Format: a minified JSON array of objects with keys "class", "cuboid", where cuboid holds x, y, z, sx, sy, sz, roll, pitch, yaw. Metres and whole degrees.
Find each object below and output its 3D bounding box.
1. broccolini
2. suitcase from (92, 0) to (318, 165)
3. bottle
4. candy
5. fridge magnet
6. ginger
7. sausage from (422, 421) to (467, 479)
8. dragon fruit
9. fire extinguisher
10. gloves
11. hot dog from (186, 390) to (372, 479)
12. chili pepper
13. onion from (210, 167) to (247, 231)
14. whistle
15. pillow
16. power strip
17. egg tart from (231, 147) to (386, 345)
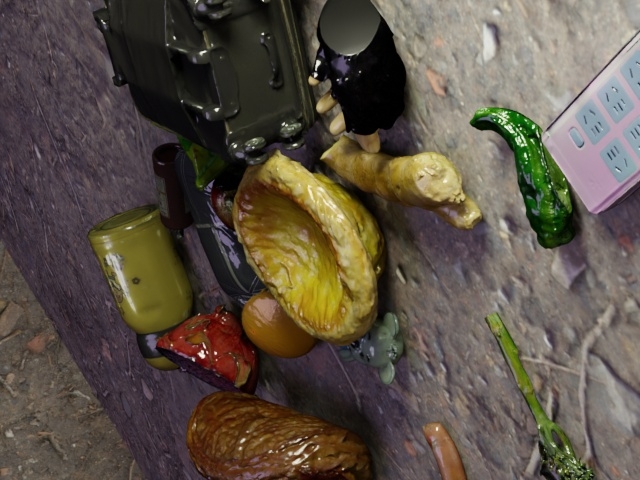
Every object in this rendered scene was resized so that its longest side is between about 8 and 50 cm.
[{"class":"broccolini","cuboid":[0.280,0.208,1.490,0.254,0.071,0.057,69,-163,7]},{"class":"suitcase","cuboid":[-0.171,-0.289,1.711,0.434,0.194,0.283,26,135,53]},{"class":"bottle","cuboid":[-0.362,0.113,2.481,0.171,0.172,0.351,9,120,61]},{"class":"candy","cuboid":[-0.197,-0.198,1.954,0.246,0.149,0.069,49,-172,34]},{"class":"fridge magnet","cuboid":[-0.068,0.144,2.017,0.143,0.063,0.143,10,128,13]},{"class":"ginger","cuboid":[0.096,-0.087,1.521,0.299,0.065,0.118,27,154,55]},{"class":"sausage","cuboid":[0.199,0.358,1.758,0.047,0.040,0.176,14,125,67]},{"class":"dragon fruit","cuboid":[-0.201,0.209,2.317,0.224,0.148,0.218,18,160,33]},{"class":"fire extinguisher","cuboid":[-0.284,-0.091,2.280,0.099,0.071,0.231,-100,6,-46]},{"class":"gloves","cuboid":[0.047,-0.200,1.467,0.203,0.124,0.164,66,-170,-62]},{"class":"hot dog","cuboid":[-0.076,0.386,2.087,0.388,0.267,0.174,9,82,50]},{"class":"chili pepper","cuboid":[0.231,-0.077,1.289,0.182,0.050,0.073,64,162,8]},{"class":"onion","cuboid":[-0.124,-0.066,1.923,0.117,0.118,0.118,9,123,36]},{"class":"whistle","cuboid":[0.055,0.143,1.811,0.236,0.077,0.114,24,114,59]},{"class":"pillow","cuboid":[-0.159,-0.023,2.052,0.161,0.093,0.335,2,115,52]},{"class":"power strip","cuboid":[0.306,-0.122,1.112,0.109,0.037,0.279,59,154,12]},{"class":"egg tart","cuboid":[0.000,0.000,1.712,0.319,0.128,0.319,38,144,35]}]
